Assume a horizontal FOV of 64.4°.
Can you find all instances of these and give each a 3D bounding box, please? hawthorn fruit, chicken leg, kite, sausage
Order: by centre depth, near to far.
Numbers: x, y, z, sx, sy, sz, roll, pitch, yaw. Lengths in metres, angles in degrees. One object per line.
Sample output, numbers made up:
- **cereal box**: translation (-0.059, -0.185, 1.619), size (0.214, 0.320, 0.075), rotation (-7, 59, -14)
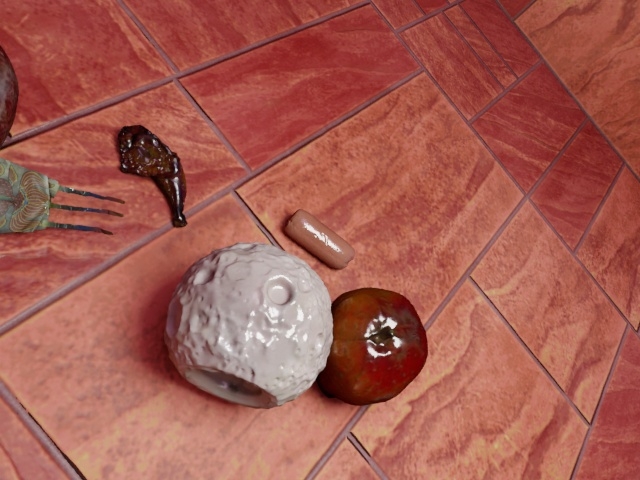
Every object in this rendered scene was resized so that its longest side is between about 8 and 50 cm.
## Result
- **kite**: translation (-0.414, -0.048, 0.765), size (0.229, 0.127, 0.016), rotation (14, 18, -45)
- **hawthorn fruit**: translation (0.086, 0.178, 0.890), size (0.215, 0.249, 0.215), rotation (2, 67, -4)
- **chicken leg**: translation (-0.290, -0.121, 0.912), size (0.205, 0.053, 0.093), rotation (45, 75, 3)
- **sausage**: translation (0.000, 0.000, 1.024), size (0.154, 0.062, 0.062), rotation (37, 53, -12)

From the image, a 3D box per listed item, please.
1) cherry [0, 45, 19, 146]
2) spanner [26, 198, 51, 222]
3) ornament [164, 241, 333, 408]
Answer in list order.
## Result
- **cherry**: translation (-0.546, -0.192, 0.691), size (0.230, 0.203, 0.300), rotation (5, 86, -37)
- **spanner**: translation (-0.537, -0.004, 0.715), size (0.325, 0.026, 0.093), rotation (-39, 91, -37)
- **ornament**: translation (-0.102, 0.123, 0.780), size (0.259, 0.259, 0.225), rotation (29, 56, -17)
